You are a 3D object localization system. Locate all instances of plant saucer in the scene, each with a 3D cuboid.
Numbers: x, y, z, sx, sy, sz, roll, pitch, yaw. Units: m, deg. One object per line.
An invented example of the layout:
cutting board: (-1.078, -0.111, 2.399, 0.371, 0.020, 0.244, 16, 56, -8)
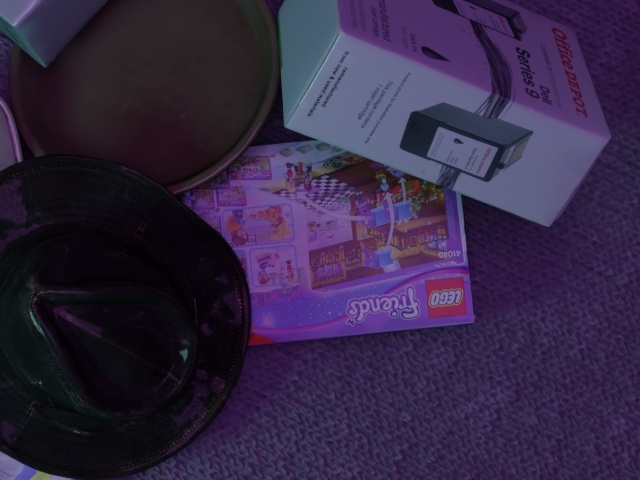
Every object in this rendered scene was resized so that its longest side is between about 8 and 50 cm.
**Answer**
plant saucer: (-0.173, -0.167, 1.884, 0.278, 0.041, 0.278, -2, 73, 8)

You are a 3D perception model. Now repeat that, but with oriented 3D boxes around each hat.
hat: (-0.214, 0.086, 1.767, 0.331, 0.134, 0.331, -2, 100, -14)

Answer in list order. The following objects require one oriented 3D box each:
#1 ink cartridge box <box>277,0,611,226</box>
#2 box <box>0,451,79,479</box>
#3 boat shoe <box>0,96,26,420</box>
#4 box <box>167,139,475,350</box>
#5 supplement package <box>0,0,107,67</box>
ink cartridge box: (0.114, -0.158, 1.808, 0.289, 0.211, 0.121, 20, 123, -19)
box: (-0.310, 0.240, 1.877, 0.178, 0.042, 0.109, 45, 85, 1)
boat shoe: (-0.326, 0.014, 1.874, 0.112, 0.095, 0.335, -9, 89, -23)
box: (0.000, 0.000, 1.900, 0.293, 0.057, 0.201, -5, 85, 0)
supplement package: (-0.324, -0.309, 1.848, 0.244, 0.134, 0.139, 40, 84, 12)
